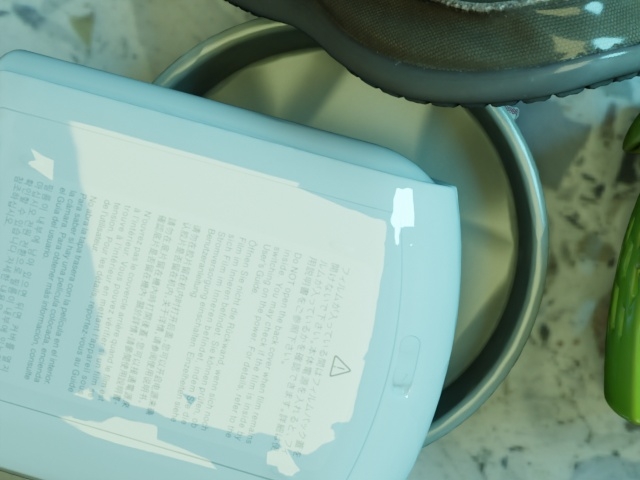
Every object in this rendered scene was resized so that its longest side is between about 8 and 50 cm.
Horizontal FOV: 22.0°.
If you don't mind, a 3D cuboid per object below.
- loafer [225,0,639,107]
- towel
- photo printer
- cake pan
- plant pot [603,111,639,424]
[{"bbox_3d":[0.044,-0.172,0.934,0.133,0.366,0.130,-18,121,-36],"label":"loafer"},{"bbox_3d":[0.032,-0.023,1.104,0.144,0.029,0.197,22,96,5],"label":"towel"},{"bbox_3d":[-0.074,0.044,0.998,0.307,0.107,0.256,15,96,6],"label":"photo printer"},{"bbox_3d":[0.000,0.000,1.067,0.293,0.054,0.293,0,94,8],"label":"cake pan"},{"bbox_3d":[0.287,0.004,0.991,0.228,0.227,0.207,-1,88,6],"label":"plant pot"}]
